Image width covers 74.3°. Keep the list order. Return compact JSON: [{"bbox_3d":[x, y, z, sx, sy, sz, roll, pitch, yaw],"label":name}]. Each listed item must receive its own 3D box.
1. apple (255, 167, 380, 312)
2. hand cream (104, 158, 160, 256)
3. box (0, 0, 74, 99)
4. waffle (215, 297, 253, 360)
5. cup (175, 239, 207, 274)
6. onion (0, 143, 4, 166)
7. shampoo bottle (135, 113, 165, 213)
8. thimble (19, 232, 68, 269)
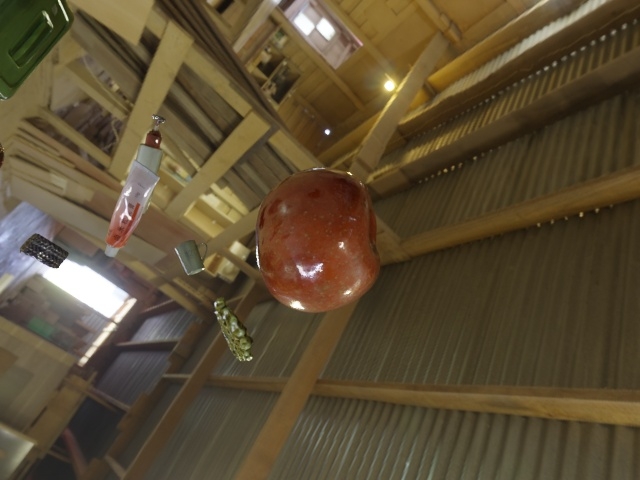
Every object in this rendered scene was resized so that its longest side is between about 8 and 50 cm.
[{"bbox_3d":[0.000,0.000,1.024,0.277,0.348,0.348,-9,-146,15],"label":"apple"},{"bbox_3d":[-0.376,-0.052,0.826,0.216,0.052,0.038,-56,-153,25],"label":"hand cream"},{"bbox_3d":[-0.806,-0.556,1.060,0.329,0.178,0.253,-61,-170,-15],"label":"box"},{"bbox_3d":[-0.401,0.406,1.905,0.073,0.317,0.297,-29,166,-27],"label":"waffle"},{"bbox_3d":[-0.341,0.043,1.140,0.075,0.083,0.054,-21,172,-36],"label":"cup"},{"bbox_3d":[-1.305,-0.331,1.535,0.256,0.230,0.272,-109,-150,-65],"label":"onion"},{"bbox_3d":[-0.497,-0.229,1.216,0.153,0.071,0.284,-116,-136,-62],"label":"shampoo bottle"},{"bbox_3d":[-0.756,0.031,1.157,0.095,0.104,0.066,11,-118,41],"label":"thimble"}]
